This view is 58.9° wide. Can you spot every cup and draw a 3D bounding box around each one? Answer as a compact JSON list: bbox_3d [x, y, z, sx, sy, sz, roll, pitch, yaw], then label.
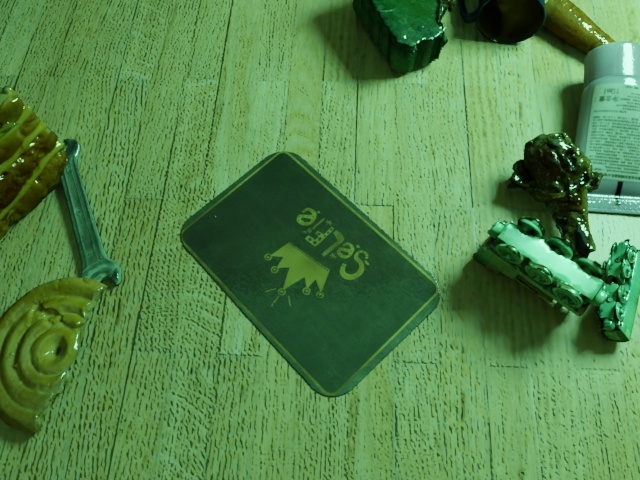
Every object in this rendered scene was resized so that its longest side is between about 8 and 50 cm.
[{"bbox_3d":[0.327,-0.449,1.021,0.150,0.113,0.138,9,64,4],"label":"cup"}]

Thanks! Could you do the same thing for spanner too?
[{"bbox_3d":[-0.384,-0.042,0.908,0.071,0.017,0.302,-25,67,-5],"label":"spanner"}]

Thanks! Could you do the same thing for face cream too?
[{"bbox_3d":[0.475,-0.175,0.908,0.154,0.096,0.273,5,78,2],"label":"face cream"}]

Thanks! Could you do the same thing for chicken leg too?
[{"bbox_3d":[0.367,-0.069,0.852,0.125,0.080,0.196,-35,72,19],"label":"chicken leg"}]

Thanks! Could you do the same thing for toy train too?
[{"bbox_3d":[0.308,0.038,0.794,0.176,0.118,0.074,37,77,13],"label":"toy train"},{"bbox_3d":[0.423,0.067,0.800,0.038,0.071,0.148,0,57,46],"label":"toy train"}]

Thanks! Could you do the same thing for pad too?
[{"bbox_3d":[0.001,0.000,0.849,0.315,0.063,0.375,-41,70,-16],"label":"pad"}]

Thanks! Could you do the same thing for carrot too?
[{"bbox_3d":[0.484,-0.355,1.005,0.061,0.061,0.209,-40,73,-15],"label":"carrot"}]

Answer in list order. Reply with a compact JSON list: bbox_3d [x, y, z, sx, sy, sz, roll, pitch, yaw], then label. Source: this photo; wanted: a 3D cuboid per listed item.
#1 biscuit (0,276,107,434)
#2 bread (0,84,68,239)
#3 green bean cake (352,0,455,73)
[{"bbox_3d":[-0.405,0.145,0.805,0.144,0.033,0.224,16,69,12],"label":"biscuit"},{"bbox_3d":[-0.518,-0.084,0.834,0.114,0.185,0.274,33,73,16],"label":"bread"},{"bbox_3d":[0.175,-0.413,1.014,0.193,0.107,0.208,-21,67,-11],"label":"green bean cake"}]
